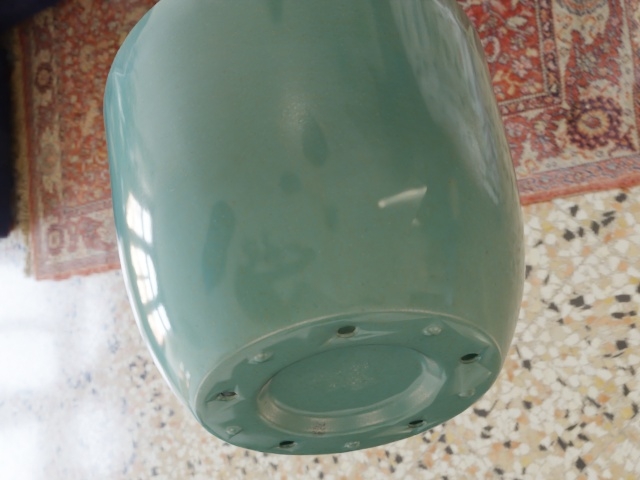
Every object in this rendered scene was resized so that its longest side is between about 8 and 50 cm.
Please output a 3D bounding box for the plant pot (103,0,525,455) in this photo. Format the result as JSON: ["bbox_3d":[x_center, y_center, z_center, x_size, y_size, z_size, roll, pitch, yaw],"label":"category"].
[{"bbox_3d":[0.000,0.000,0.487,0.293,0.293,0.235,-35,45,30],"label":"plant pot"}]
